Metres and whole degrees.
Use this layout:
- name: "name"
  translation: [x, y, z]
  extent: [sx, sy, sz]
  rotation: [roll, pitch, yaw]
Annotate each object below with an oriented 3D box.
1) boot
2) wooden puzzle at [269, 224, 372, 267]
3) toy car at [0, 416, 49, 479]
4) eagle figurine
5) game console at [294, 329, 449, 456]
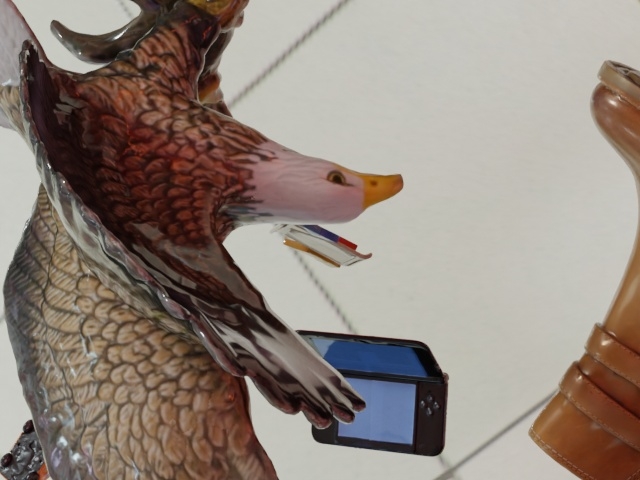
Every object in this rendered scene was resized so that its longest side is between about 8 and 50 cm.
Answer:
- name: "boot"
  translation: [0.203, 0.040, 0.984]
  extent: [0.220, 0.283, 0.109]
  rotation: [-43, 32, 15]
- name: "wooden puzzle"
  translation: [0.000, 0.000, 1.214]
  extent: [0.078, 0.116, 0.014]
  rotation: [24, 80, -14]
- name: "toy car"
  translation: [-0.255, 0.162, 1.272]
  extent: [0.122, 0.040, 0.060]
  rotation: [12, 78, 24]
- name: "eagle figurine"
  translation: [-0.072, -0.004, 0.732]
  extent: [0.225, 0.226, 0.298]
  rotation: [-20, 46, 31]
- name: "game console"
  translation: [0.047, 0.151, 1.581]
  extent: [0.144, 0.085, 0.124]
  rotation: [4, 93, 23]
